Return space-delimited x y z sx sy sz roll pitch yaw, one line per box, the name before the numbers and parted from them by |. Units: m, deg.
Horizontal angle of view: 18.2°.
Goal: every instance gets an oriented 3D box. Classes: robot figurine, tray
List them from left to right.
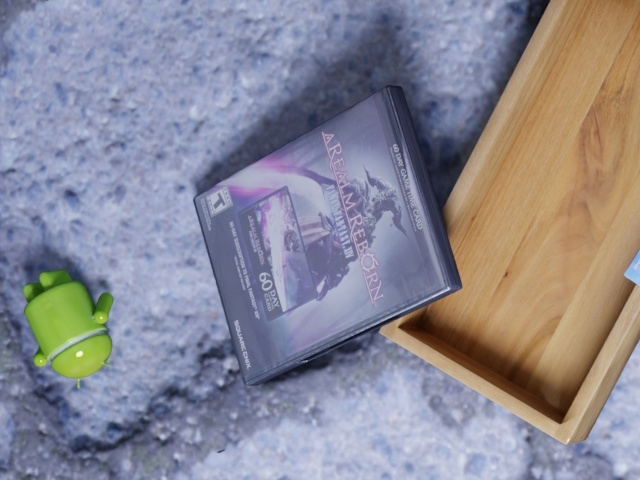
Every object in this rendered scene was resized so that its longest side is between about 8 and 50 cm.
robot figurine | -0.251 0.086 1.987 0.101 0.067 0.115 -35 75 24
tray | 0.239 -0.048 1.785 0.203 0.076 0.411 30 99 21

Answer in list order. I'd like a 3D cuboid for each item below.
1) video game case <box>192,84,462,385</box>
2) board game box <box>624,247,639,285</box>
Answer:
video game case | 0.000 0.000 1.853 0.274 0.026 0.196 -28 72 41
board game box | 0.333 -0.028 1.669 0.039 0.211 0.160 35 102 20
